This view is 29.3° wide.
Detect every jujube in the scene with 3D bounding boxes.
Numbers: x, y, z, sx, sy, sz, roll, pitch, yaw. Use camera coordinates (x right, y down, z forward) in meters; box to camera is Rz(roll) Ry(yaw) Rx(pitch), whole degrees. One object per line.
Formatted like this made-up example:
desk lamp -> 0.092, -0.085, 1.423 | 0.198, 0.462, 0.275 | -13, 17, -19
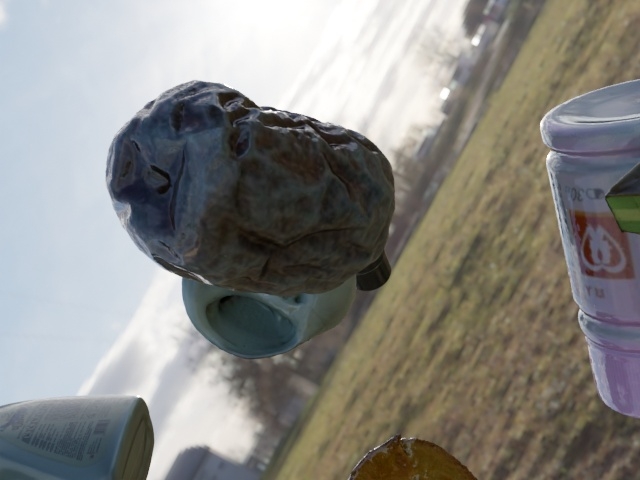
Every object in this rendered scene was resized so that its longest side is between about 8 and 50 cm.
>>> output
jujube -> -0.068, -0.049, 1.293 | 0.317, 0.226, 0.226 | 7, -64, -45

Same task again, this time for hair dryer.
hair dryer -> 0.000, 0.000, 1.904 | 0.071, 0.219, 0.124 | -58, -37, -25

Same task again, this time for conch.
conch -> -0.063, 0.061, 1.563 | 0.121, 0.221, 0.185 | 66, -157, -66

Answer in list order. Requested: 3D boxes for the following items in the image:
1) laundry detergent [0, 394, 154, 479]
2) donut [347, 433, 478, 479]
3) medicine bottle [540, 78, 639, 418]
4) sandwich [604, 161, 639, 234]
laundry detergent -> -0.357, 0.275, 1.496 | 0.215, 0.280, 0.105 | -82, -14, -61
donut -> 0.098, 0.318, 1.380 | 0.190, 0.174, 0.074 | -50, -3, -47
medicine bottle -> 0.353, 0.004, 1.265 | 0.202, 0.202, 0.316 | -53, -49, -66
sandwich -> 0.314, -0.068, 1.109 | 0.074, 0.074, 0.116 | 52, -128, -48
